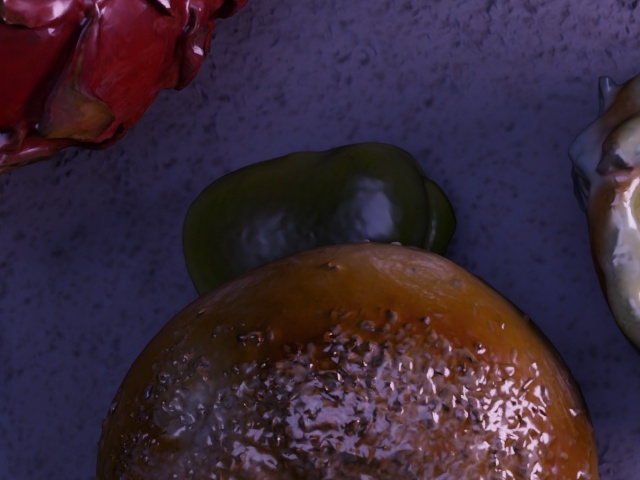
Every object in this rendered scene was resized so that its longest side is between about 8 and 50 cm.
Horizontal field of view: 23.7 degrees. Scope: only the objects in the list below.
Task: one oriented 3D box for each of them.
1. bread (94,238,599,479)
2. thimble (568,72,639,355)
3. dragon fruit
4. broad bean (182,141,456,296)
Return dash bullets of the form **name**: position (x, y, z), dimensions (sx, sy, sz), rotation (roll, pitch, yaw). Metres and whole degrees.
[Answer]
- **bread**: position (0.013, 0.151, 0.893), dimensions (0.305, 0.159, 0.305), rotation (2, 105, 6)
- **thimble**: position (0.287, -0.015, 0.882), dimensions (0.288, 0.167, 0.254), rotation (9, 84, 11)
- **dragon fruit**: position (-0.193, -0.181, 0.942), dimensions (0.342, 0.277, 0.277), rotation (-27, 76, -32)
- **broad bean**: position (0.000, 0.000, 0.985), dimensions (0.174, 0.082, 0.124), rotation (-22, 80, 18)
